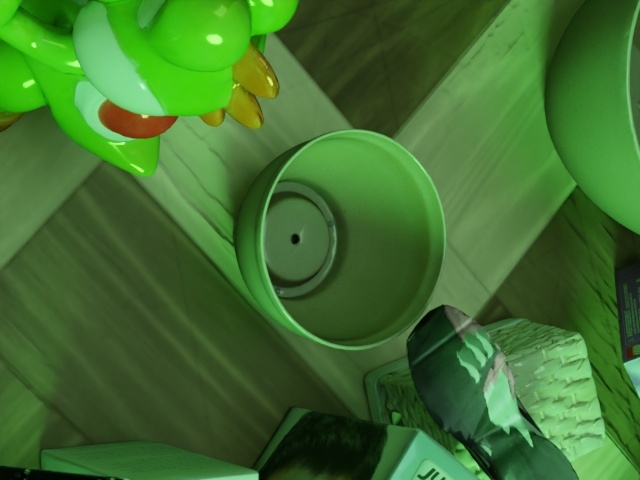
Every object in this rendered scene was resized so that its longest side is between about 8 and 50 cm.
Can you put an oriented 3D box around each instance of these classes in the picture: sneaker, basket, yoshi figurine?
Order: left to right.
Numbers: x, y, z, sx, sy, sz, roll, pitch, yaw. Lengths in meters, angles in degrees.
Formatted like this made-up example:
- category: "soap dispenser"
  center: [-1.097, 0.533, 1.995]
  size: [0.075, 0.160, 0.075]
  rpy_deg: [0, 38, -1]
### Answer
- category: "yoshi figurine"
  center: [-0.141, -0.166, 0.901]
  size: [0.203, 0.362, 0.203]
  rpy_deg: [19, 80, -29]
- category: "sneaker"
  center: [0.121, 0.133, 1.112]
  size: [0.072, 0.077, 0.178]
  rpy_deg: [-30, 89, -4]
- category: "basket"
  center: [0.139, 0.139, 1.217]
  size: [0.167, 0.103, 0.113]
  rpy_deg: [-19, 99, -30]

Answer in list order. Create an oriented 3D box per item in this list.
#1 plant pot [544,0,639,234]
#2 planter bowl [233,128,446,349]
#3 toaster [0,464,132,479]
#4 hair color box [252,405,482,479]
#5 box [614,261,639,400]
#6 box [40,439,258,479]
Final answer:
- category: "plant pot"
  center: [0.301, -0.121, 1.266]
  size: [0.284, 0.191, 0.284]
  rpy_deg: [0, 90, -32]
- category: "planter bowl"
  center: [0.000, 0.000, 1.132]
  size: [0.162, 0.109, 0.162]
  rpy_deg: [1, 89, -31]
- category: "toaster"
  center: [-0.175, 0.231, 0.870]
  size: [0.110, 0.168, 0.185]
  rpy_deg: [50, 49, -42]
- category: "hair color box"
  center: [-0.037, 0.309, 1.063]
  size: [0.113, 0.185, 0.374]
  rpy_deg: [42, 69, -23]
- category: "box"
  center: [0.339, 0.178, 1.295]
  size: [0.057, 0.201, 0.293]
  rpy_deg: [-22, 105, 17]
- category: "box"
  center: [-0.120, 0.214, 1.022]
  size: [0.091, 0.170, 0.130]
  rpy_deg: [-1, 92, -32]
